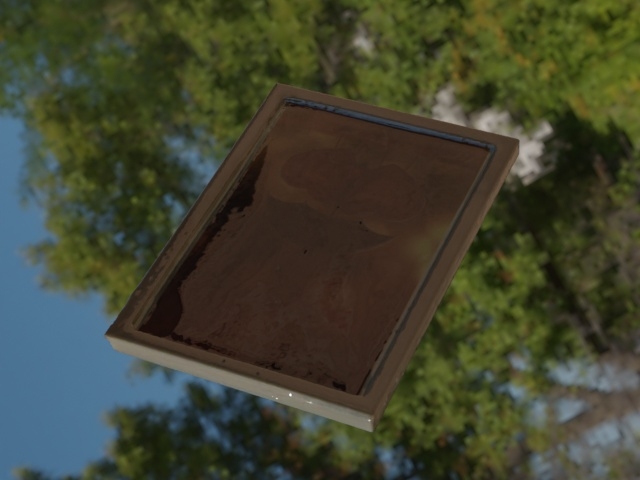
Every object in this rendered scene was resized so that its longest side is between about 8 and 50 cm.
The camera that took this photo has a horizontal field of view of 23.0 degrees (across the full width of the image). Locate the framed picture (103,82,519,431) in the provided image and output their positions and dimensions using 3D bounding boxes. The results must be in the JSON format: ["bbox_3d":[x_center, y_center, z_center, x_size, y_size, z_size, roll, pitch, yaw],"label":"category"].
[{"bbox_3d":[0.000,0.000,1.168,0.020,0.211,0.289,82,-149,-46],"label":"framed picture"}]
